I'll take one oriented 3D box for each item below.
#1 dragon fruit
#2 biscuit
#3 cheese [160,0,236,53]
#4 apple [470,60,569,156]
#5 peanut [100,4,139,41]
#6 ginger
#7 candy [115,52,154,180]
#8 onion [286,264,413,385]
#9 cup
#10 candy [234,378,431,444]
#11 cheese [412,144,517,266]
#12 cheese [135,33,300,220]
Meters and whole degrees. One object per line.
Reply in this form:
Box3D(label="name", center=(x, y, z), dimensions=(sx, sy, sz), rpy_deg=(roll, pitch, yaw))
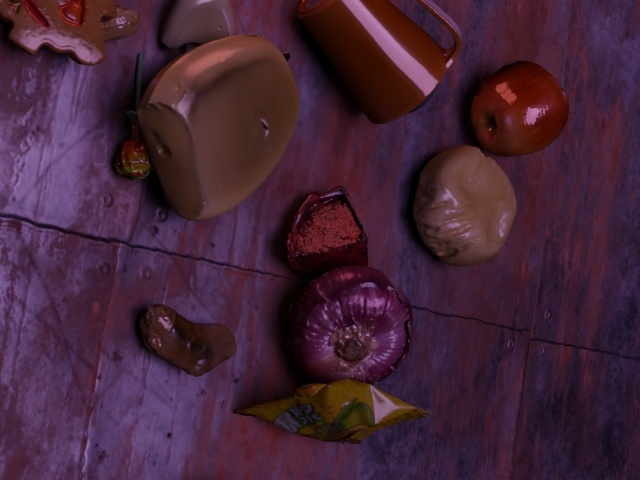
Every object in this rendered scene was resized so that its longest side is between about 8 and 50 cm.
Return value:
Box3D(label="dragon fruit", center=(0.000, -0.002, 1.907), dimensions=(0.161, 0.120, 0.127), rpy_deg=(-14, 145, -16))
Box3D(label="biscuit", center=(-0.368, -0.362, 1.562), dimensions=(0.212, 0.041, 0.239), rpy_deg=(32, 63, -16))
Box3D(label="cheese", center=(-0.176, -0.373, 1.696), dimensions=(0.127, 0.050, 0.235), rpy_deg=(-8, 133, -28))
Box3D(label="apple", center=(0.385, -0.251, 2.174), dimensions=(0.199, 0.199, 0.199), rpy_deg=(-1, 92, -41))
Box3D(label="peanut", center=(-0.319, -0.320, 1.631), dimensions=(0.113, 0.054, 0.054), rpy_deg=(-14, 100, -38))
Box3D(label="ginger", center=(-0.207, 0.156, 1.725), dimensions=(0.190, 0.069, 0.095), rpy_deg=(31, 76, -38))
Box3D(label="candy", center=(-0.276, -0.189, 1.678), dimensions=(0.060, 0.060, 0.201), rpy_deg=(9, 76, -41))
Box3D(label="onion", center=(0.045, 0.138, 1.900), dimensions=(0.230, 0.163, 0.230), rpy_deg=(-5, 122, -8))
Box3D(label="cup", center=(0.107, -0.349, 1.904), dimensions=(0.264, 0.226, 0.182), rpy_deg=(45, 30, -25))
Box3D(label="candy", center=(0.025, 0.290, 1.868), dimensions=(0.297, 0.187, 0.081), rpy_deg=(20, 53, -43))
Box3D(label="cheese", center=(0.273, -0.071, 2.119), dimensions=(0.214, 0.117, 0.226), rpy_deg=(48, 56, -27))
Box3D(label="cheese", center=(-0.138, -0.191, 1.708), dimensions=(0.316, 0.128, 0.259), rpy_deg=(-47, 142, -43))
